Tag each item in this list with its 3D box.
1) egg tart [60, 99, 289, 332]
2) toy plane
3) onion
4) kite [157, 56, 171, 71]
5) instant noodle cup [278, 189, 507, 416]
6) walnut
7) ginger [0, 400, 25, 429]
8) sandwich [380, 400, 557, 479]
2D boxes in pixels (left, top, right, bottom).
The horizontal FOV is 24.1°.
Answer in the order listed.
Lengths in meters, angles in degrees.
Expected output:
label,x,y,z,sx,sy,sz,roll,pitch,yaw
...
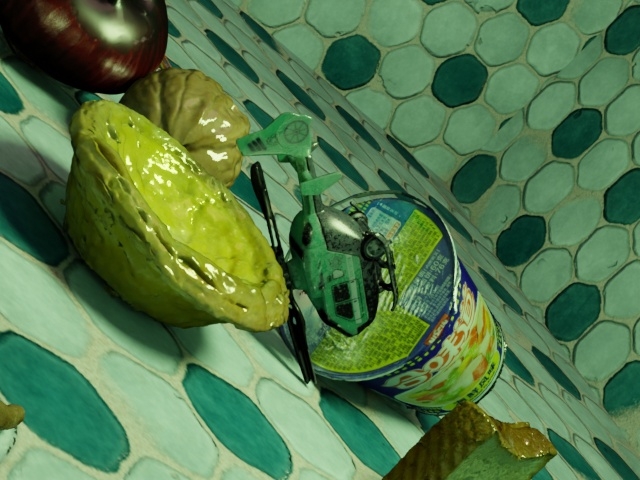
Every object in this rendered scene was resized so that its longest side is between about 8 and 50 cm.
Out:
label,x,y,z,sx,sy,sz,roll,pitch,yaw
egg tart,-0.185,-0.005,1.734,0.345,0.132,0.345,44,12,-12
toy plane,0.000,0.000,1.899,0.106,0.155,0.381,-126,-160,-53
onion,-0.307,-0.339,2.058,0.273,0.285,0.273,32,40,-32
kite,-0.311,-0.329,2.517,0.234,0.016,0.321,40,23,-1
instant noodle cup,0.125,0.117,2.141,0.284,0.284,0.312,54,7,35
walnut,-0.192,-0.138,2.036,0.213,0.213,0.213,43,12,-12
ginger,-0.281,0.131,1.219,0.097,0.030,0.048,18,58,-61
sandwich,0.182,0.290,1.887,0.065,0.186,0.215,51,10,32
